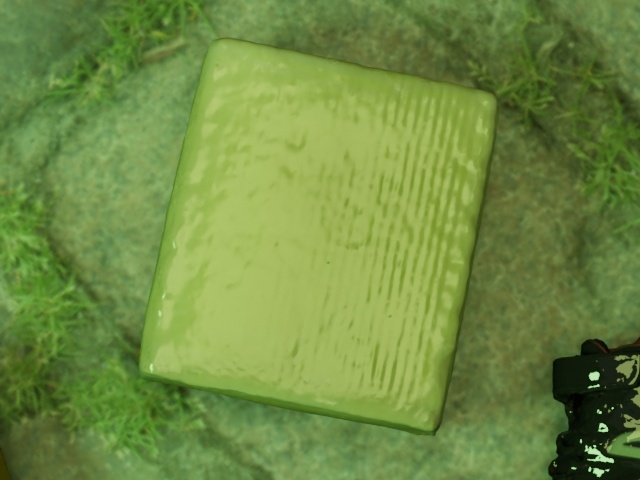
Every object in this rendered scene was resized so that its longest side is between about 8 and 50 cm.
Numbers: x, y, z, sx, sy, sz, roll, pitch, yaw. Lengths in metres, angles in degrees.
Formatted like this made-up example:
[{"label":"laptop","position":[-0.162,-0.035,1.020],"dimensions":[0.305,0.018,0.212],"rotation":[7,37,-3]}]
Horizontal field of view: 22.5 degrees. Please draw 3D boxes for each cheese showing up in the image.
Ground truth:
[{"label":"cheese","position":[0.000,0.000,1.251],"dimensions":[0.242,0.124,0.265],"rotation":[12,81,-4]}]

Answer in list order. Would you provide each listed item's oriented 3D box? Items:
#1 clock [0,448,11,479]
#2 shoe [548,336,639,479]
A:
[{"label":"clock","position":[-0.309,0.196,1.227],"dimensions":[0.143,0.096,0.202],"rotation":[-20,84,-7]},{"label":"shoe","position":[0.233,0.140,1.241],"dimensions":[0.137,0.114,0.291],"rotation":[42,80,-1]}]
